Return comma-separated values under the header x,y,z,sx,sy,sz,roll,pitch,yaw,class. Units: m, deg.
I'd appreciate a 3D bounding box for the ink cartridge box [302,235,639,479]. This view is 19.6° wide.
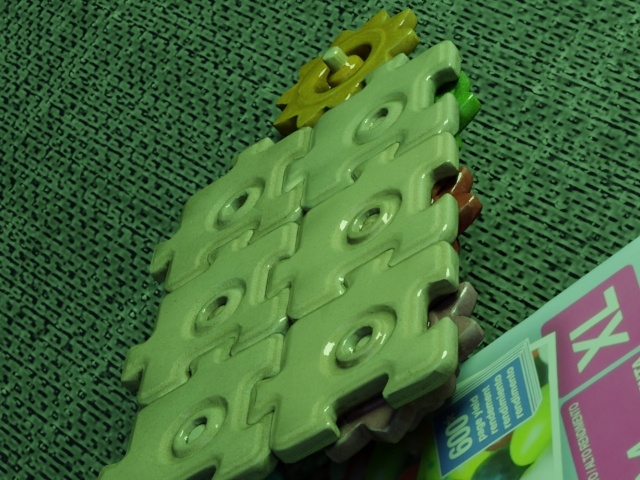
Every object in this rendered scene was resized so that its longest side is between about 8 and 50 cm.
x,y,z,sx,sy,sz,roll,pitch,yaw,class
0.034,0.153,0.659,0.311,0.065,0.185,-40,35,26,ink cartridge box

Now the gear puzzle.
x,y,z,sx,sy,sz,roll,pitch,yaw,class
0.000,0.000,0.806,0.175,0.044,0.339,-31,27,23,gear puzzle
